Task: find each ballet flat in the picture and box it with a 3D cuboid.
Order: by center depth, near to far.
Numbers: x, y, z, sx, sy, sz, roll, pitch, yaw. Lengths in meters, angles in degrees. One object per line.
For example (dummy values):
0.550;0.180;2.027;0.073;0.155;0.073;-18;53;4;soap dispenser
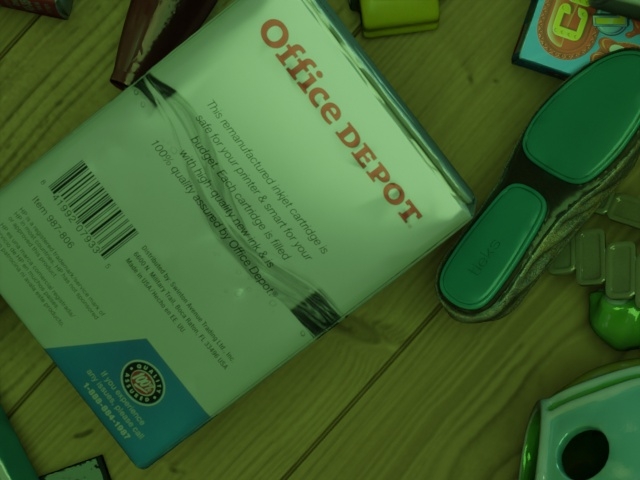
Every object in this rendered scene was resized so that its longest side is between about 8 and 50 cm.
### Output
0.225;-0.050;1.749;0.107;0.106;0.316;42;93;26;ballet flat

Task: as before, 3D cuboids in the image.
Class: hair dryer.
-0.184;-0.285;1.750;0.224;0.080;0.293;-13;105;-32;hair dryer

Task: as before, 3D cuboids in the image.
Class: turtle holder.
0.313;0.201;1.714;0.228;0.243;0.320;9;90;0;turtle holder

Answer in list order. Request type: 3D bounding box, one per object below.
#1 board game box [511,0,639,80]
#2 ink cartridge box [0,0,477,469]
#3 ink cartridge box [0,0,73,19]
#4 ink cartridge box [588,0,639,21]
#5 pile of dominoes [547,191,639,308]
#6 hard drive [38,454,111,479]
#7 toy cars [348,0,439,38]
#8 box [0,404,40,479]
0.382;-0.273;1.784;0.302;0.086;0.308;18;94;0;board game box
-0.089;-0.025;1.689;0.395;0.166;0.285;-37;92;10;ink cartridge box
-0.370;-0.348;1.770;0.283;0.117;0.207;11;89;-1;ink cartridge box
0.385;-0.270;1.656;0.233;0.168;0.171;14;95;1;ink cartridge box
0.350;-0.016;1.772;0.251;0.040;0.196;20;78;28;pile of dominoes
-0.242;0.295;1.813;0.094;0.022;0.135;-19;90;-1;hard drive
0.012;-0.214;1.790;0.176;0.087;0.393;33;89;0;toy cars
-0.336;0.242;1.777;0.101;0.060;0.244;-28;88;16;box
